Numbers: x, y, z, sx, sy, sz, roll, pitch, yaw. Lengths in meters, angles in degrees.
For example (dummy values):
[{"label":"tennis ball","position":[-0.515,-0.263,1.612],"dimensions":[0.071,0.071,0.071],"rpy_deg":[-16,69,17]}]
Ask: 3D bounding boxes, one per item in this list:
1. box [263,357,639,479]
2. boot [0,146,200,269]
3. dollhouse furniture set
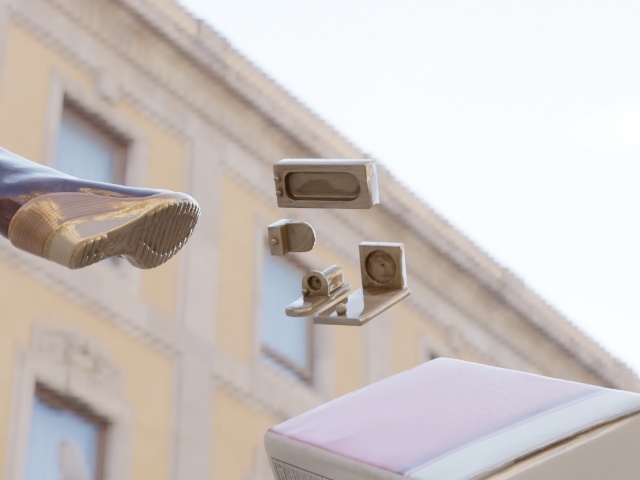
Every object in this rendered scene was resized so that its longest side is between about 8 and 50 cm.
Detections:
[{"label":"box","position":[0.085,0.156,0.949],"dimensions":[0.127,0.148,0.232],"rpy_deg":[-21,10,-22]},{"label":"boot","position":[-0.259,-0.051,1.886],"dimensions":[0.248,0.207,0.090],"rpy_deg":[-12,-49,-59]},{"label":"dollhouse furniture set","position":[0.000,0.000,1.966],"dimensions":[0.144,0.151,0.123],"rpy_deg":[2,16,28]}]
